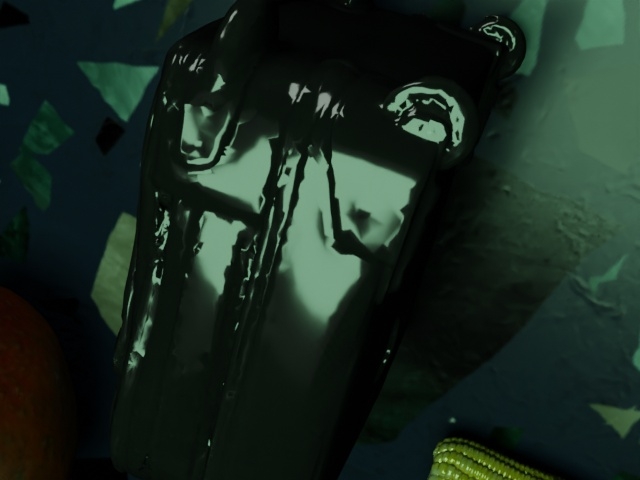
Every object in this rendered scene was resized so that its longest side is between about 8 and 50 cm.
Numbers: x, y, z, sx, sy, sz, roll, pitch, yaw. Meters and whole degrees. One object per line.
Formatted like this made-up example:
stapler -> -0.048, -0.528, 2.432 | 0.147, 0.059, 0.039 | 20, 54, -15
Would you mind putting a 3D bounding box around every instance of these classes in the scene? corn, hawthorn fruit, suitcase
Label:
corn -> 0.169, 0.228, 0.874 | 0.165, 0.063, 0.085 | 17, 88, 12
hawthorn fruit -> -0.345, 0.193, 0.948 | 0.277, 0.277, 0.298 | -21, 122, 25
suitcase -> 0.000, 0.000, 0.705 | 0.188, 0.345, 0.339 | 18, 112, 8
